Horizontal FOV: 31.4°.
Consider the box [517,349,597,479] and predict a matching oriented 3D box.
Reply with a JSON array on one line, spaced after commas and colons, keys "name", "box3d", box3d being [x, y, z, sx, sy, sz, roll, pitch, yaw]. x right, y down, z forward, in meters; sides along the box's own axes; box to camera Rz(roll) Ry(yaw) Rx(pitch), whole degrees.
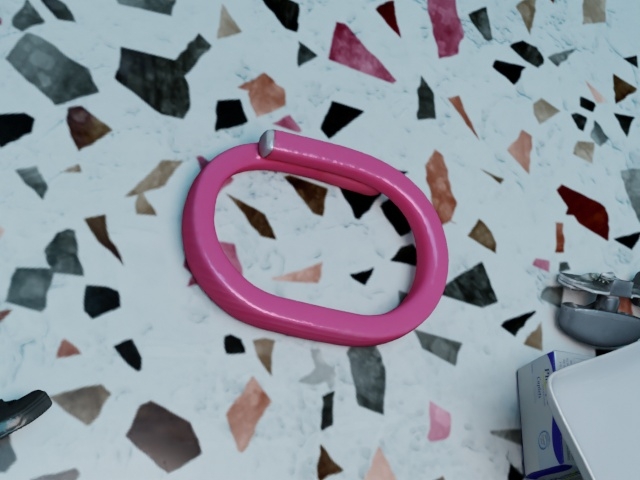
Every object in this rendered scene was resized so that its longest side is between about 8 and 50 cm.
[{"name": "box", "box3d": [0.292, 0.197, 1.240, 0.137, 0.072, 0.126, 12, 64, -24]}]

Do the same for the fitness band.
[{"name": "fitness band", "box3d": [0.000, 0.000, 1.178, 0.291, 0.054, 0.209, 13, 65, -22]}]

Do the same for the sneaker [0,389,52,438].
[{"name": "sneaker", "box3d": [-0.317, 0.144, 0.952, 0.170, 0.051, 0.089, -30, 90, -30]}]

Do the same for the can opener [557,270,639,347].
[{"name": "can opener", "box3d": [0.402, 0.087, 1.359, 0.283, 0.076, 0.095, 10, 98, -25]}]

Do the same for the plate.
[{"name": "plate", "box3d": [0.357, 0.240, 1.172, 0.277, 0.045, 0.278, -12, 75, -42]}]
